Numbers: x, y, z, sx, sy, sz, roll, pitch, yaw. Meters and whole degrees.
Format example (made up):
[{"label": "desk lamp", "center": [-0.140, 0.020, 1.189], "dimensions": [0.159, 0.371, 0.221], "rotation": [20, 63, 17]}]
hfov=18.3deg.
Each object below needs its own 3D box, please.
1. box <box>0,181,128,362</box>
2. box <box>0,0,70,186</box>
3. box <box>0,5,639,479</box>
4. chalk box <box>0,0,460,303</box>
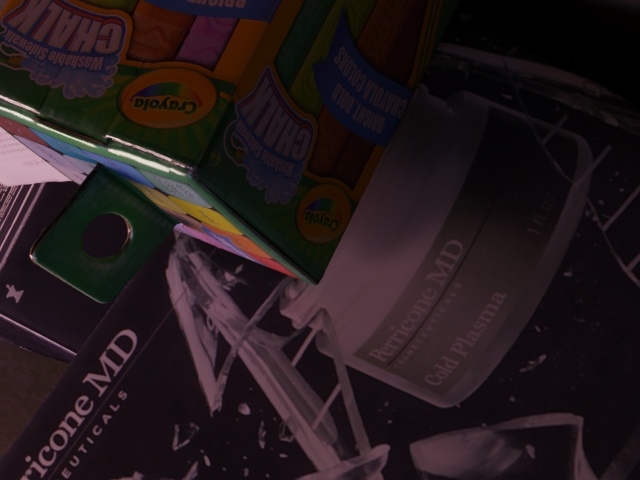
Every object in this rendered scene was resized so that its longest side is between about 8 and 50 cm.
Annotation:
[{"label": "box", "center": [-0.236, -0.038, 1.933], "dimensions": [0.183, 0.296, 0.294], "rotation": [30, 170, -25]}, {"label": "box", "center": [-0.278, -0.194, 1.456], "dimensions": [0.345, 0.168, 0.215], "rotation": [32, 156, -35]}, {"label": "box", "center": [0.112, 0.158, 1.252], "dimensions": [0.472, 0.480, 0.297], "rotation": [34, 178, 37]}, {"label": "chalk box", "center": [-0.069, -0.097, 1.168], "dimensions": [0.179, 0.289, 0.180], "rotation": [20, 170, 30]}]
